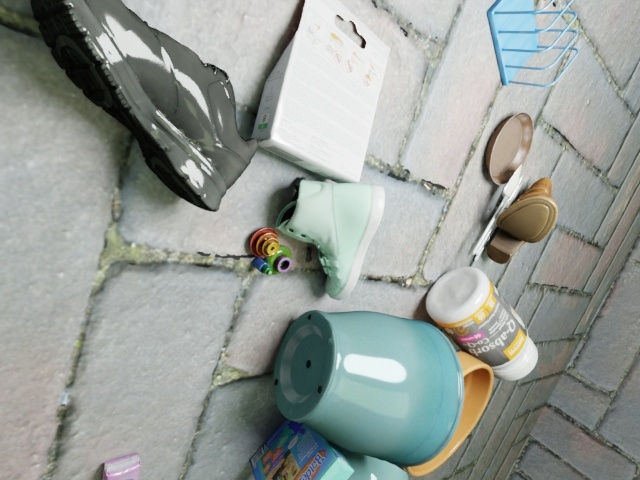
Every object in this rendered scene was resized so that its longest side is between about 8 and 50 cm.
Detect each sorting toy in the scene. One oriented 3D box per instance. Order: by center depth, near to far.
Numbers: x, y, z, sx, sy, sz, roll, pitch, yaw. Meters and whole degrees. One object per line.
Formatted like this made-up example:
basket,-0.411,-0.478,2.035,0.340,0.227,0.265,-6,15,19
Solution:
sorting toy,-0.073,0.027,0.632,0.061,0.042,0.102,-46,134,-11

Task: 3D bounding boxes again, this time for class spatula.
spatula,0.444,-0.062,1.015,0.242,0.019,0.168,-60,156,4

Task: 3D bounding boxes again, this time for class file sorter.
file sorter,0.413,-0.399,0.770,0.118,0.104,0.170,-50,134,-8

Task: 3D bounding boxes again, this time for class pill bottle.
pill bottle,0.396,0.207,0.979,0.278,0.162,0.162,45,80,-19

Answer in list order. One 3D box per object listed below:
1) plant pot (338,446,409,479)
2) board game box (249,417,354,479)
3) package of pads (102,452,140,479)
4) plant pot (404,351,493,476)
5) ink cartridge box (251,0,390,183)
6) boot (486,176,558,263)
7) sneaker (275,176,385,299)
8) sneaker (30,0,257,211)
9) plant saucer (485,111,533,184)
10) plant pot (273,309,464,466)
plant pot,0.053,0.553,0.867,0.235,0.293,0.293,-56,136,-19
board game box,-0.045,0.418,0.751,0.160,0.210,0.047,-47,107,-10
package of pads,-0.312,0.376,0.627,0.050,0.032,0.083,2,111,-38
plant pot,0.233,0.361,0.957,0.291,0.203,0.291,-19,123,-32
ink cartridge box,0.008,-0.214,0.582,0.181,0.056,0.225,17,82,-44
boot,0.528,-0.078,0.993,0.220,0.109,0.283,-46,155,-20
sneaker,0.000,-0.001,0.669,0.151,0.094,0.256,10,136,-4
sneaker,-0.166,-0.163,0.426,0.130,0.109,0.286,-51,142,-20
plant saucer,0.436,-0.215,0.942,0.168,0.029,0.168,-19,123,-32
plant pot,0.067,0.245,0.729,0.255,0.271,0.272,25,96,-31
